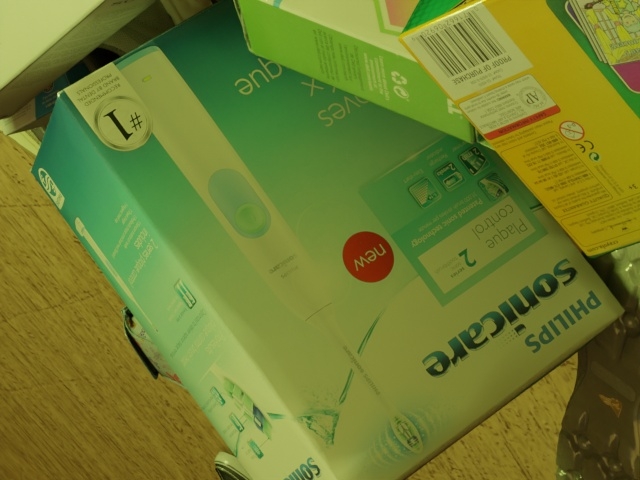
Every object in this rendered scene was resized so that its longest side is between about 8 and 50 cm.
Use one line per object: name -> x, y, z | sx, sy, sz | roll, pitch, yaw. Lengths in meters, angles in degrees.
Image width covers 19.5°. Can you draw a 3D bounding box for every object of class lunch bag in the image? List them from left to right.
lunch bag -> -0.148, 0.098, 1.759 | 0.083, 0.053, 0.071 | 23, 152, 45

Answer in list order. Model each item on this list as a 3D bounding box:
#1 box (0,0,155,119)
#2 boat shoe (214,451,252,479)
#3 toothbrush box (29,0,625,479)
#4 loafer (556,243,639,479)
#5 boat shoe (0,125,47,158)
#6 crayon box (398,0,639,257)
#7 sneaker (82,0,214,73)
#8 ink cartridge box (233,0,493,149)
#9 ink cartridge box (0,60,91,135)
box -> -0.209, -0.217, 1.176 | 0.322, 0.058, 0.232 | -24, 88, 59
boat shoe -> -0.071, 0.282, 1.987 | 0.049, 0.040, 0.142 | 4, 140, 49
toothbrush box -> 0.000, 0.000, 1.127 | 0.295, 0.216, 0.126 | 55, 156, 6
loafer -> 0.224, 0.061, 1.180 | 0.112, 0.111, 0.319 | 41, 143, 30
boat shoe -> -0.156, -0.079, 1.414 | 0.285, 0.103, 0.092 | 39, 160, 8
crayon box -> 0.194, -0.106, 0.878 | 0.278, 0.081, 0.165 | -22, 120, 43
sneaker -> -0.089, -0.086, 1.310 | 0.100, 0.108, 0.271 | -1, 137, 49
ink cartridge box -> 0.069, -0.126, 1.042 | 0.209, 0.109, 0.062 | 25, 153, 23
ink cartridge box -> -0.206, -0.149, 1.331 | 0.088, 0.052, 0.122 | -21, 90, 43
